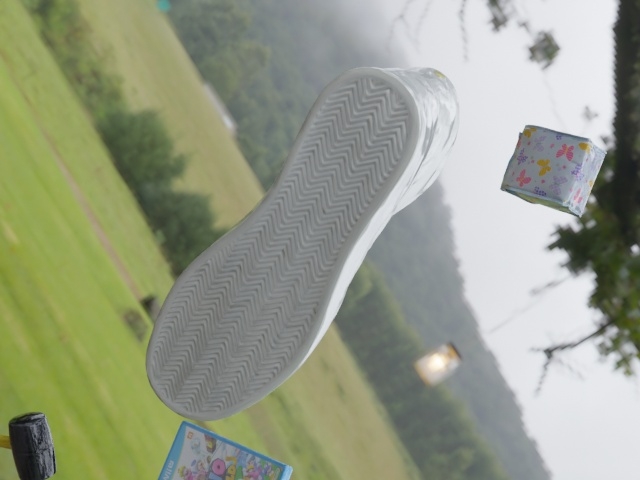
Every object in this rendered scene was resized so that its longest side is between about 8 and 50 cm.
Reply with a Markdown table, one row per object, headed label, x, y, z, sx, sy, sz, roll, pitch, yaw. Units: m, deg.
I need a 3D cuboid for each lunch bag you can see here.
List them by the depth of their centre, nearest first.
| label | x | y | z | sx | sy | sz | roll | pitch | yaw |
| --- | --- | --- | --- | --- | --- | --- | --- | --- | --- |
| lunch bag | 0.217 | -0.068 | 1.239 | 0.083 | 0.071 | 0.053 | 19 | -4 | 37 |

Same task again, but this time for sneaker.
| label | x | y | z | sx | sy | sz | roll | pitch | yaw |
| --- | --- | --- | --- | --- | --- | --- | --- | --- | --- |
| sneaker | 0.000 | 0.000 | 0.939 | 0.108 | 0.292 | 0.169 | 41 | 21 | 8 |

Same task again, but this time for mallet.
| label | x | y | z | sx | sy | sz | roll | pitch | yaw |
| --- | --- | --- | --- | --- | --- | --- | --- | --- | --- |
| mallet | -0.327 | 0.201 | 1.276 | 0.039 | 0.189 | 0.062 | -25 | 103 | -50 |

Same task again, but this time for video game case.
| label | x | y | z | sx | sy | sz | roll | pitch | yaw |
| --- | --- | --- | --- | --- | --- | --- | --- | --- | --- |
| video game case | -0.116 | 0.280 | 1.451 | 0.166 | 0.119 | 0.015 | 16 | -10 | 40 |
